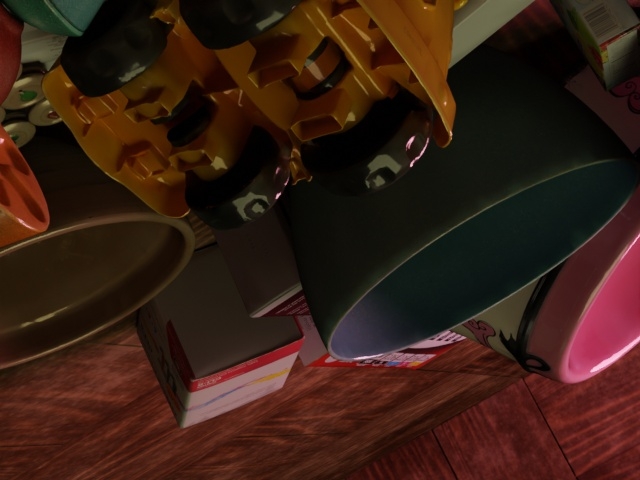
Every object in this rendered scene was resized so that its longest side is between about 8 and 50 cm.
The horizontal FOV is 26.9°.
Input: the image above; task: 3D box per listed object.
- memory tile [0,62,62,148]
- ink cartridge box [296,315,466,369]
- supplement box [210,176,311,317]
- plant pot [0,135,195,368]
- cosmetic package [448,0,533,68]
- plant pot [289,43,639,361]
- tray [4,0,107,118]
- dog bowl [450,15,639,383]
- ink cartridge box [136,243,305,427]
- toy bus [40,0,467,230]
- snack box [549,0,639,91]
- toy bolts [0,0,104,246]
[{"bbox_3d":[-0.230,-0.066,0.839,0.148,0.012,0.113,-30,162,11],"label":"memory tile"},{"bbox_3d":[0.127,0.028,1.532,0.272,0.130,0.309,-35,161,20],"label":"ink cartridge box"},{"bbox_3d":[0.000,0.000,1.266,0.073,0.130,0.239,-34,160,27],"label":"supplement box"},{"bbox_3d":[-0.220,0.000,0.982,0.237,0.110,0.237,-24,162,-9],"label":"plant pot"},{"bbox_3d":[0.125,-0.212,0.893,0.239,0.099,0.060,-36,160,30],"label":"cosmetic package"},{"bbox_3d":[0.088,-0.058,1.106,0.290,0.195,0.290,-27,161,-10],"label":"plant pot"},{"bbox_3d":[-0.165,-0.120,0.852,0.270,0.030,0.145,-20,160,-22],"label":"tray"},{"bbox_3d":[0.304,-0.025,1.375,0.408,0.150,0.408,-38,154,-23],"label":"dog bowl"},{"bbox_3d":[-0.108,0.097,1.388,0.127,0.128,0.176,-21,161,-18],"label":"ink cartridge box"},{"bbox_3d":[-0.026,-0.136,0.781,0.220,0.211,0.149,-16,132,34],"label":"toy bus"},{"bbox_3d":[0.187,-0.188,0.979,0.037,0.141,0.100,-29,163,6],"label":"snack box"},{"bbox_3d":[-0.138,-0.126,0.632,0.158,0.218,0.228,-35,180,5],"label":"toy bolts"}]
